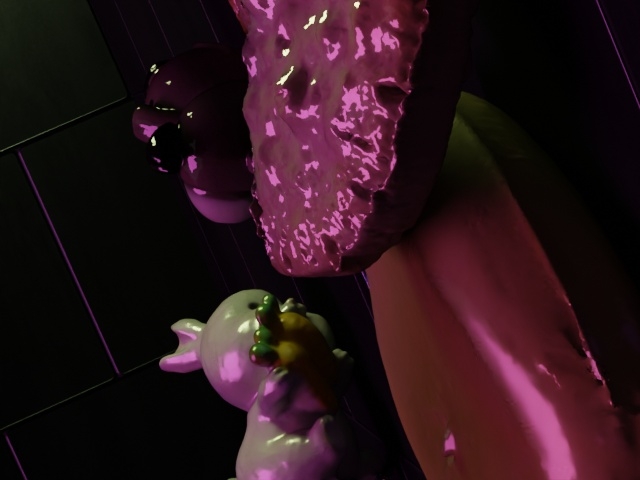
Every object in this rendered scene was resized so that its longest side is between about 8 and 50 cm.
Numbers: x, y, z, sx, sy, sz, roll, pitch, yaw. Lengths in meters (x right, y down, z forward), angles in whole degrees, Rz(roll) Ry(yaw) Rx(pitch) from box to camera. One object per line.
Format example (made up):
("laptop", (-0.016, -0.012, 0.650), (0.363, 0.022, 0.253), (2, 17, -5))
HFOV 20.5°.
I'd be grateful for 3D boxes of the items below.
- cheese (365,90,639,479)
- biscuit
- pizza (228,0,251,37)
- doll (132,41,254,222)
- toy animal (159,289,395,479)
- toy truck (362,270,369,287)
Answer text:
("cheese", (0.113, 0.076, 0.985), (0.316, 0.128, 0.259), (54, 164, 49))
("biscuit", (0.018, -0.123, 0.920), (0.179, 0.084, 0.281), (173, 98, -65))
("pizza", (-0.057, -0.219, 1.542), (0.181, 0.034, 0.262), (76, 167, -48))
("doll", (-0.082, -0.100, 1.551), (0.257, 0.182, 0.117), (-127, 34, -57))
("toy animal", (-0.055, 0.184, 2.119), (0.310, 0.183, 0.247), (60, 137, 22))
("toy truck", (0.000, 0.000, 1.668), (0.063, 0.074, 0.136), (110, 135, -79))
